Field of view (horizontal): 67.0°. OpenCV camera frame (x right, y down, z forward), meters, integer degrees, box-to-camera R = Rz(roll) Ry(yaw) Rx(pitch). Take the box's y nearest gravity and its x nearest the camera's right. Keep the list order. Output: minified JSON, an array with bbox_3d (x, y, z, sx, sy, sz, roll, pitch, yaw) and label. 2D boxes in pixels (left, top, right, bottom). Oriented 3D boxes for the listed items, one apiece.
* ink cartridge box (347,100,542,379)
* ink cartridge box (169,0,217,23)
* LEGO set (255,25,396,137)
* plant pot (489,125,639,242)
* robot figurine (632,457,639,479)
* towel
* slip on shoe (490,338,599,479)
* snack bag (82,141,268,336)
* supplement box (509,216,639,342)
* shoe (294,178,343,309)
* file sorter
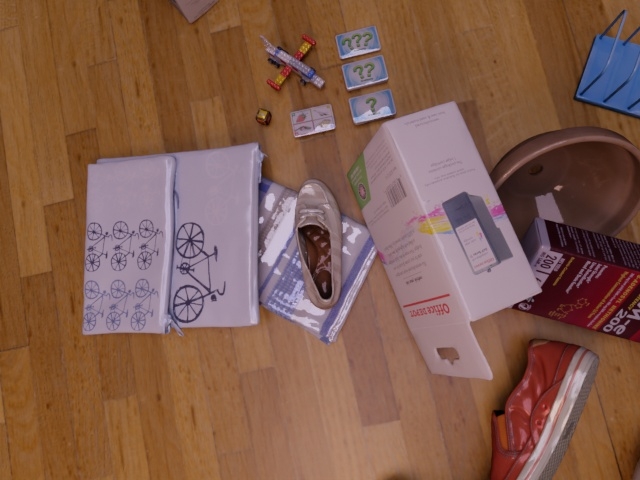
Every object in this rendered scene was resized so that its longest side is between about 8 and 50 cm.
[{"bbox_3d":[0.176,0.011,0.707,0.119,0.207,0.353,-19,82,-15],"label":"ink cartridge box"},{"bbox_3d":[-0.271,-0.497,0.835,0.082,0.190,0.139,-42,80,0],"label":"ink cartridge box"},{"bbox_3d":[-0.004,-0.283,0.848,0.244,0.060,0.182,-11,78,5],"label":"LEGO set"},{"bbox_3d":[0.345,-0.080,0.732,0.237,0.237,0.110,-10,41,5],"label":"plant pot"},{"bbox_3d":[0.577,0.363,0.642,0.278,0.209,0.173,9,97,7],"label":"robot figurine"},{"bbox_3d":[-0.055,0.022,0.828,0.285,0.034,0.209,27,86,9],"label":"towel"},{"bbox_3d":[0.303,0.300,0.726,0.101,0.123,0.331,24,91,41],"label":"slip on shoe"},{"bbox_3d":[-0.257,0.001,0.827,0.342,0.037,0.323,-2,82,15],"label":"snack bag"},{"bbox_3d":[0.406,0.064,0.706,0.239,0.130,0.073,14,41,2],"label":"supplement box"},{"bbox_3d":[0.000,0.000,0.778,0.076,0.058,0.219,-9,79,5],"label":"shoe"},{"bbox_3d":[0.522,-0.272,0.762,0.170,0.104,0.118,20,85,9],"label":"file sorter"}]
